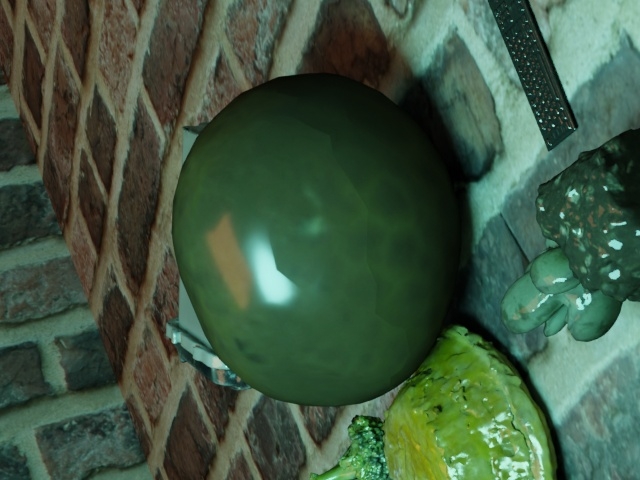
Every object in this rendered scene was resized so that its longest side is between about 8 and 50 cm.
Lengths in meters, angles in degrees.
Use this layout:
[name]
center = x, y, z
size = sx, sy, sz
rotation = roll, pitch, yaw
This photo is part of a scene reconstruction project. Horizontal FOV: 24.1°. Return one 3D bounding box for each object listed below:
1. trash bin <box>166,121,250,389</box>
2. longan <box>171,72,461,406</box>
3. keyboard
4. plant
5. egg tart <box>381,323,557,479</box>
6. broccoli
[trash bin]
center = -0.079, 0.017, 2.155
size = 0.296, 0.255, 0.368
rotation = -154, 60, -65
[longan]
center = 0.000, 0.000, 1.778
size = 0.404, 0.336, 0.405
rotation = -11, -90, -69
[keyboard]
center = 0.214, -0.195, 1.554
size = 0.067, 0.011, 0.202
rotation = 134, 119, -66
[plant]
center = 0.257, 0.007, 1.392
size = 0.274, 0.146, 0.149
rotation = 122, 142, -61
[egg tart]
center = 0.169, 0.268, 1.821
size = 0.341, 0.132, 0.341
rotation = 166, 90, -70
[broccoli]
center = 0.076, 0.336, 2.037
size = 0.226, 0.176, 0.198
rotation = -22, 62, 57
